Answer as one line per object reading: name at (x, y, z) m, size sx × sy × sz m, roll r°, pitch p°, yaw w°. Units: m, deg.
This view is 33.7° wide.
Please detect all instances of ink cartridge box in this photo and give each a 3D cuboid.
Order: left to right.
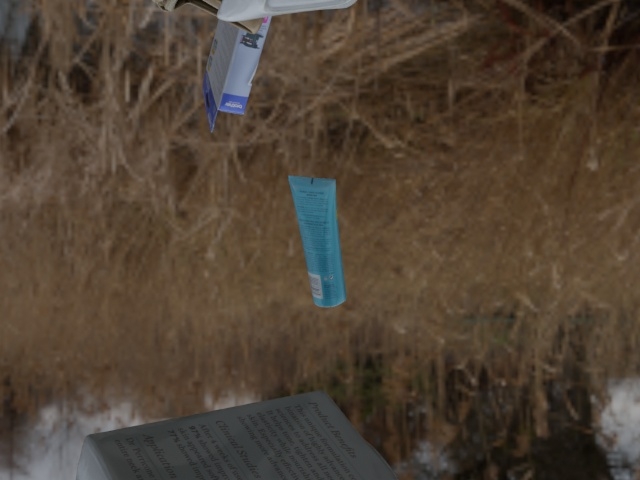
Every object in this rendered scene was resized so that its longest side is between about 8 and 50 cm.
ink cartridge box at (-0.160, -0.379, 2.033) m, size 0.065 × 0.311 × 0.185 m, roll 9°, pitch -147°, yaw -21°

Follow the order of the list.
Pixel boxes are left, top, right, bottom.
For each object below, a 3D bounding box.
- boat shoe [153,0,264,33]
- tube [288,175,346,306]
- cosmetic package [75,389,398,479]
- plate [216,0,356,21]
boat shoe at (-0.249, -0.445, 1.780) m, size 0.341 × 0.110 × 0.121 m, roll 19°, pitch 179°, yaw 5°
tube at (0.000, 0.000, 1.601) m, size 0.080 × 0.207 × 0.052 m, roll 3°, pitch -152°, yaw 24°
cosmetic package at (-0.108, 0.454, 1.457) m, size 0.394 × 0.327 × 0.329 m, roll -5°, pitch -145°, yaw -34°
plate at (0.009, -0.425, 1.539) m, size 0.278 × 0.045 × 0.277 m, roll -17°, pitch 153°, yaw -39°
